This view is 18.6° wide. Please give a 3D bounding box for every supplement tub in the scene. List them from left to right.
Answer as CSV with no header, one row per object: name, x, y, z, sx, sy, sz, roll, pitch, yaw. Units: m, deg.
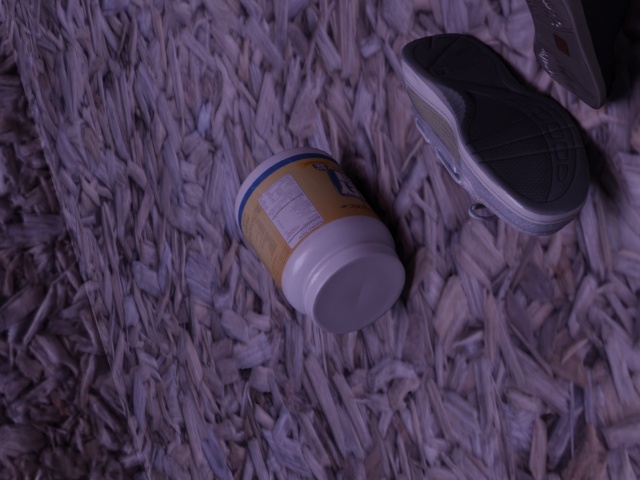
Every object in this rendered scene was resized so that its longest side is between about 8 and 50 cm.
supplement tub,0.000,0.000,2.299,0.199,0.144,0.144,54,148,39

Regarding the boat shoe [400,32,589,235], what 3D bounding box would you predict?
boat shoe,0.169,-0.094,1.935,0.320,0.118,0.103,-127,27,-49

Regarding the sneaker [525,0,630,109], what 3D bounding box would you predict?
sneaker,0.253,-0.209,1.748,0.083,0.118,0.222,39,169,26
